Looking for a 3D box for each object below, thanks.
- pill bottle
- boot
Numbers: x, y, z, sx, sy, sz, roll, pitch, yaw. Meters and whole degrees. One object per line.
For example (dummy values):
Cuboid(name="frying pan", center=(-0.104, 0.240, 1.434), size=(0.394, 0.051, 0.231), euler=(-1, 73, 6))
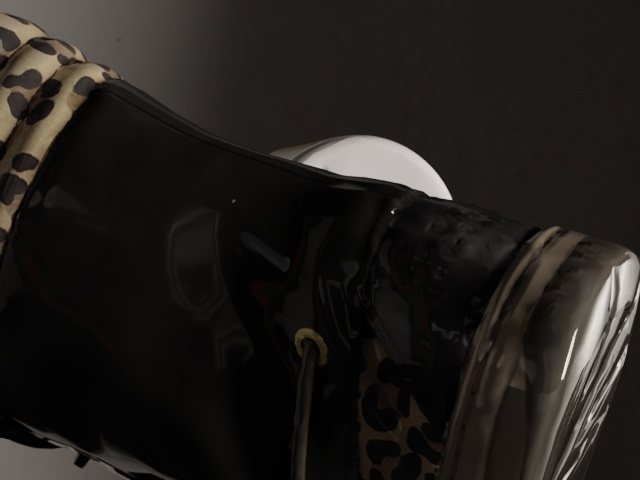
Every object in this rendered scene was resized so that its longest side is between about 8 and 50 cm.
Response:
Cuboid(name="pill bottle", center=(0.000, 0.000, 1.187), size=(0.119, 0.208, 0.119), euler=(0, 91, -12))
Cuboid(name="boot", center=(-0.049, 0.101, 0.838), size=(0.284, 0.138, 0.377), euler=(27, 131, 14))
